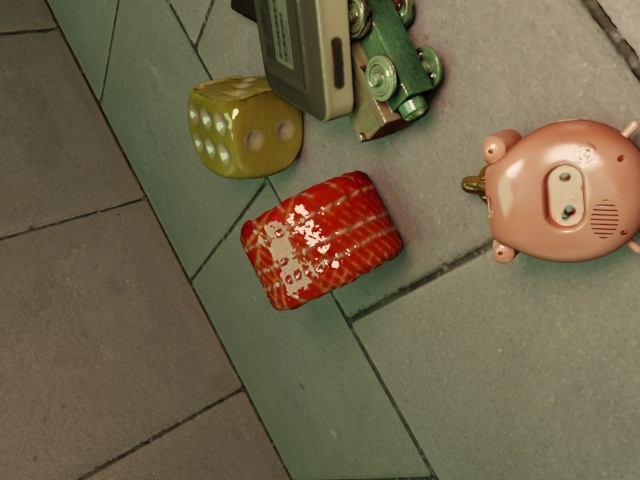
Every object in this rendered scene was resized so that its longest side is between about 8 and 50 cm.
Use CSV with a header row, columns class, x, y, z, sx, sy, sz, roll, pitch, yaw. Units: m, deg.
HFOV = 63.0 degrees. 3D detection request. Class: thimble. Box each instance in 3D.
class,x,y,z,sx,sy,sz,roll,pitch,yaw
thimble,0.000,0.000,1.226,0.350,0.350,0.230,-29,86,55

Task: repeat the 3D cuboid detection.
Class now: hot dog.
class,x,y,z,sx,sy,sz,roll,pitch,yaw
hot dog,0.331,-0.099,0.963,0.140,0.060,0.089,38,133,38

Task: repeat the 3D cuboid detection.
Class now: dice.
class,x,y,z,sx,sy,sz,roll,pitch,yaw
dice,-0.201,-0.307,1.400,0.238,0.233,0.226,30,132,42

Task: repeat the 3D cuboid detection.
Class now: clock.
class,x,y,z,sx,sy,sz,roll,pitch,yaw
clock,0.385,-0.071,0.807,0.241,0.142,0.227,0,107,33

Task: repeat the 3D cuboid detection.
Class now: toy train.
class,x,y,z,sx,sy,sz,roll,pitch,yaw
toy train,0.109,-0.358,1.042,0.304,0.150,0.221,67,156,5

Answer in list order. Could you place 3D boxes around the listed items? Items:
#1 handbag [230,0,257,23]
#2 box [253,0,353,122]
class,x,y,z,sx,sy,sz,roll,pitch,yaw
handbag,-0.132,-0.635,1.256,0.223,0.080,0.247,41,138,31
box,-0.055,-0.460,1.072,0.373,0.090,0.367,-134,32,-53
